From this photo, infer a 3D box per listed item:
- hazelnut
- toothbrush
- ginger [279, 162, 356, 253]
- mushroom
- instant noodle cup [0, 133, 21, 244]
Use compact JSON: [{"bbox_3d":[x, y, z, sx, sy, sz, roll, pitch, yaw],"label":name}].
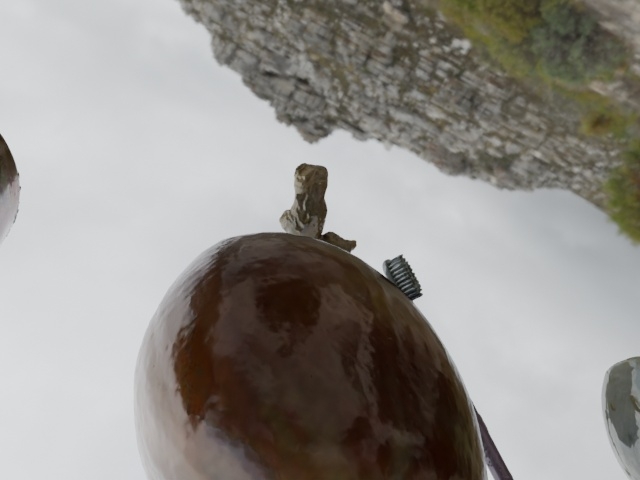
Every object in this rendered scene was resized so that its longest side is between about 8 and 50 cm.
[{"bbox_3d":[-0.014,0.173,0.681,0.366,0.365,0.366,26,-162,-9],"label":"hazelnut"},{"bbox_3d":[0.161,0.175,0.772,0.024,0.029,0.353,-20,-99,-44],"label":"toothbrush"},{"bbox_3d":[0.001,0.002,1.255,0.122,0.290,0.084,-11,-157,11],"label":"ginger"},{"bbox_3d":[0.317,0.208,0.596,0.093,0.116,0.225,0,-104,-44],"label":"mushroom"},{"bbox_3d":[-0.355,-0.009,0.514,0.243,0.243,0.231,23,-157,-15],"label":"instant noodle cup"}]
